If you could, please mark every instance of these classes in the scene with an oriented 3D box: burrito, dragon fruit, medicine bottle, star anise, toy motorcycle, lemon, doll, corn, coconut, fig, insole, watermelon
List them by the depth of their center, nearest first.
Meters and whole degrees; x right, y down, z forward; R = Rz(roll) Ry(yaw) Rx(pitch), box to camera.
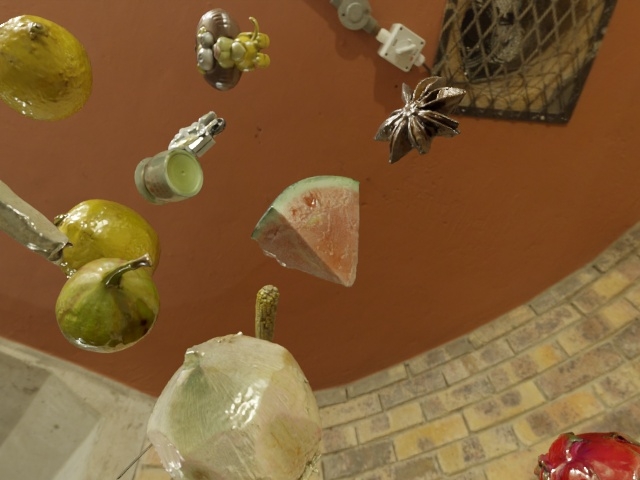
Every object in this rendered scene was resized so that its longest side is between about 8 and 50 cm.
[{"bbox_3d":[-0.184,0.037,0.386,0.093,0.093,0.166,24,-57,-19],"label":"fig"},{"bbox_3d":[-0.097,0.196,0.475,0.194,0.194,0.195,-3,-60,-5],"label":"coconut"},{"bbox_3d":[0.466,0.403,0.641,0.273,0.192,0.193,-6,-92,35],"label":"dragon fruit"},{"bbox_3d":[-0.179,-0.374,0.796,0.188,0.096,0.146,-10,-79,44],"label":"doll"},{"bbox_3d":[-0.639,-0.047,0.878,0.275,0.059,0.082,34,-99,3],"label":"burrito"},{"bbox_3d":[-0.007,-0.043,1.060,0.292,0.283,0.251,20,-75,32],"label":"watermelon"},{"bbox_3d":[-0.760,-0.466,1.137,0.253,0.254,0.310,31,-34,-21],"label":"lemon"},{"bbox_3d":[-0.589,0.022,1.164,0.260,0.260,0.284,-38,-78,15],"label":"lemon"},{"bbox_3d":[-0.434,-0.180,1.192,0.142,0.147,0.147,-7,-55,32],"label":"medicine bottle"},{"bbox_3d":[0.293,-0.376,1.282,0.108,0.315,0.315,26,-65,-40],"label":"star anise"},{"bbox_3d":[-0.402,-0.316,1.310,0.229,0.151,0.074,-50,-38,-9],"label":"toy motorcycle"},{"bbox_3d":[-0.596,0.723,1.498,0.007,0.109,0.322,47,-116,0],"label":"insole"},{"bbox_3d":[-0.225,0.317,1.721,0.096,0.097,0.320,4,-57,-8],"label":"corn"}]
